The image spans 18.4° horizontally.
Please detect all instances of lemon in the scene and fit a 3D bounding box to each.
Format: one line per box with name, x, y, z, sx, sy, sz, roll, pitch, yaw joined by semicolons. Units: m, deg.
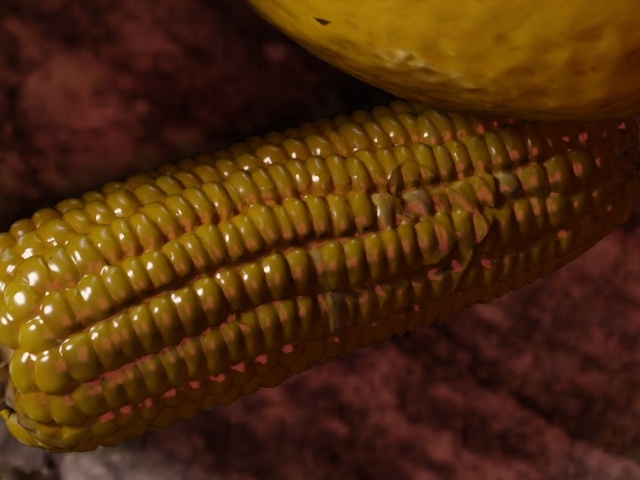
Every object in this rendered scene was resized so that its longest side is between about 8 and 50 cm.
lemon;0.051;-0.116;0.572;0.207;0.170;0.170;8;95;-18

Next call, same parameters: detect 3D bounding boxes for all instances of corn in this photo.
corn;0.000;0.000;0.617;0.231;0.080;0.080;-19;105;-18
